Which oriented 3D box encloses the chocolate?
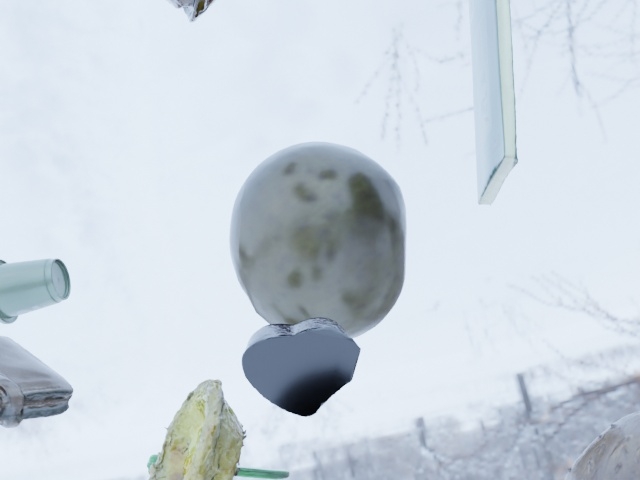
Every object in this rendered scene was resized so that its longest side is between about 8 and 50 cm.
[{"bbox_3d":[-0.019,0.151,1.351,0.149,0.125,0.080,-13,-155,4],"label":"chocolate"}]

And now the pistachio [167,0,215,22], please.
[{"bbox_3d":[-0.191,-0.389,1.491,0.131,0.165,0.210,-12,-163,-21],"label":"pistachio"}]

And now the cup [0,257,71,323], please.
[{"bbox_3d":[-0.530,0.081,1.920,0.141,0.120,0.120,-14,166,8],"label":"cup"}]

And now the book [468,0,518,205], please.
[{"bbox_3d":[0.269,-0.268,1.681,0.031,0.379,0.264,-1,168,0],"label":"book"}]

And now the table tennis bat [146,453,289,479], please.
[{"bbox_3d":[-0.183,0.410,1.910,0.257,0.039,0.160,5,169,-10],"label":"table tennis bat"}]

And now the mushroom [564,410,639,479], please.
[{"bbox_3d":[0.320,0.310,0.930,0.345,0.345,0.239,-23,142,36],"label":"mushroom"}]

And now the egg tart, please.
[{"bbox_3d":[-0.173,0.305,1.527,0.090,0.212,0.213,24,151,-22],"label":"egg tart"}]

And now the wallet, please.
[{"bbox_3d":[-0.281,0.110,0.834,0.118,0.038,0.153,28,-168,37],"label":"wallet"}]

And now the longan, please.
[{"bbox_3d":[0.000,0.000,1.903,0.361,0.360,0.361,-12,166,-3],"label":"longan"}]
